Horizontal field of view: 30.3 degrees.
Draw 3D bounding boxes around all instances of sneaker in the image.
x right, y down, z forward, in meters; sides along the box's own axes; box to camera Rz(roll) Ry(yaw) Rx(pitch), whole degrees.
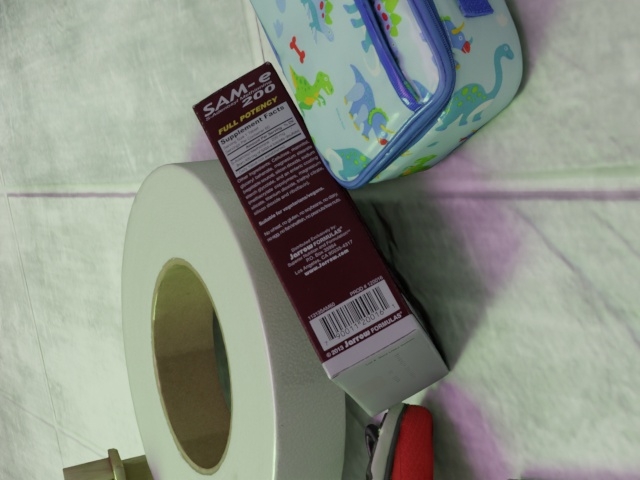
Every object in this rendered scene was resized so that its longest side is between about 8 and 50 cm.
[{"bbox_3d":[0.092,0.255,0.862,0.107,0.118,0.279,70,-165,-66],"label":"sneaker"}]

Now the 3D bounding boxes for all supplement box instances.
[{"bbox_3d":[0.000,0.000,0.872,0.239,0.073,0.130,62,-176,25],"label":"supplement box"}]

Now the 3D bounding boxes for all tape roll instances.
[{"bbox_3d":[-0.096,0.117,1.125,0.392,0.072,0.392,24,117,58],"label":"tape roll"}]

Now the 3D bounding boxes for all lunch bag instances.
[{"bbox_3d":[0.034,-0.159,0.778,0.176,0.090,0.219,-39,69,57],"label":"lunch bag"}]

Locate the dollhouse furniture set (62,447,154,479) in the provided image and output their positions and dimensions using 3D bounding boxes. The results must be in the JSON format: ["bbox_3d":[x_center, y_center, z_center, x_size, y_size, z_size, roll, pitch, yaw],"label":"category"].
[{"bbox_3d":[-0.134,0.404,1.186,0.355,0.173,0.303,-147,47,-69],"label":"dollhouse furniture set"}]

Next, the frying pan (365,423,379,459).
[{"bbox_3d":[0.109,0.312,0.913,0.197,0.053,0.326,-5,100,60],"label":"frying pan"}]

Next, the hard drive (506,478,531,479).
[{"bbox_3d":[0.215,0.245,0.683,0.307,0.040,0.203,-18,87,62],"label":"hard drive"}]
